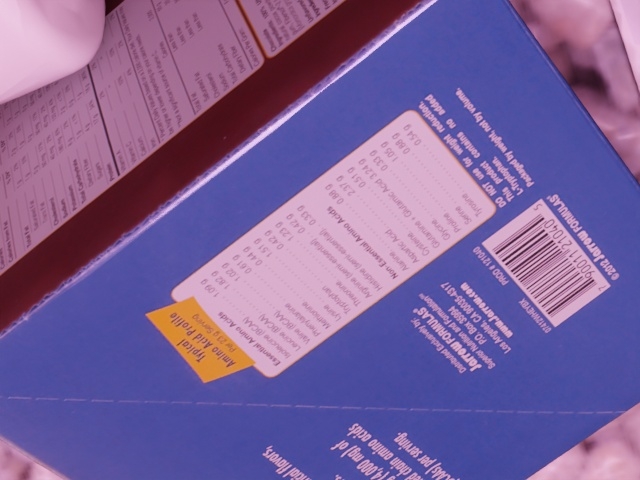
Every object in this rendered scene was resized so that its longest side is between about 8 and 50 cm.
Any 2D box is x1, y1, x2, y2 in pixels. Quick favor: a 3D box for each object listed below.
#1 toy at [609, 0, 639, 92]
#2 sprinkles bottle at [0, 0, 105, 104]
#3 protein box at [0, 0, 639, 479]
[{"bbox_3d":[0.186,-0.109,0.510,0.137,0.056,0.237,-19,100,7],"label":"toy"},{"bbox_3d":[-0.252,-0.050,0.424,0.355,0.121,0.121,-20,100,11],"label":"sprinkles bottle"},{"bbox_3d":[0.000,0.000,0.465,0.201,0.136,0.200,-37,130,11],"label":"protein box"}]
